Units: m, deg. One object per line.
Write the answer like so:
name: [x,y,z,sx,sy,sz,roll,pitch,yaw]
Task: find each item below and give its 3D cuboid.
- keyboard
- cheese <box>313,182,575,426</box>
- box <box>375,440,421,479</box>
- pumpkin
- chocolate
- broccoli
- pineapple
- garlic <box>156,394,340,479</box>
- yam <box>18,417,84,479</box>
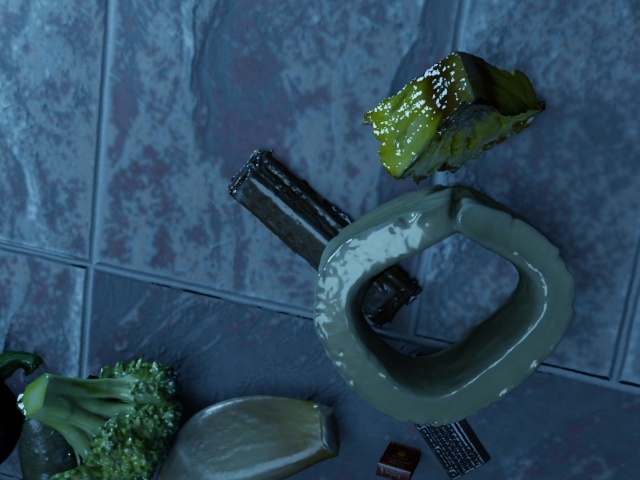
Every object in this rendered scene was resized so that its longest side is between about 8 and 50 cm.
keyboard: [0.175,0.268,1.350,0.074,0.015,0.196,-32,91,21]
cheese: [0.163,0.074,1.205,0.332,0.153,0.292,-34,100,6]
box: [0.119,0.335,1.346,0.051,0.082,0.023,15,104,15]
pumpkin: [-0.587,0.259,1.506,0.248,0.248,0.248,4,102,17]
chocolate: [0.000,-0.001,1.325,0.329,0.065,0.102,42,110,4]
broccoli: [-0.358,0.282,1.392,0.247,0.243,0.263,30,87,50]
pineapple: [0.178,-0.171,1.171,0.236,0.186,0.114,-24,74,2]
garlic: [-0.115,0.321,1.403,0.318,0.112,0.143,-21,70,20]
yam: [-0.459,0.408,1.538,0.106,0.106,0.259,-3,100,19]
